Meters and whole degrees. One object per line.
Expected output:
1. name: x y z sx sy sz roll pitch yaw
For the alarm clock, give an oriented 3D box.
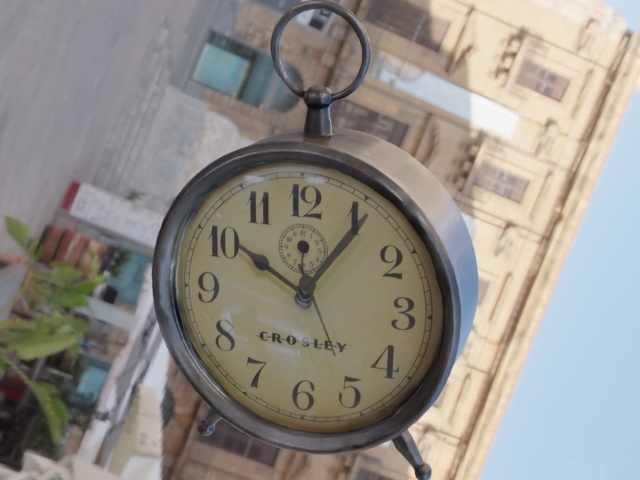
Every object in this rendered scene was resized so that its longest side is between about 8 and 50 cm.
1. alarm clock: 0.000 0.000 0.377 0.064 0.129 0.192 -43 138 -62
